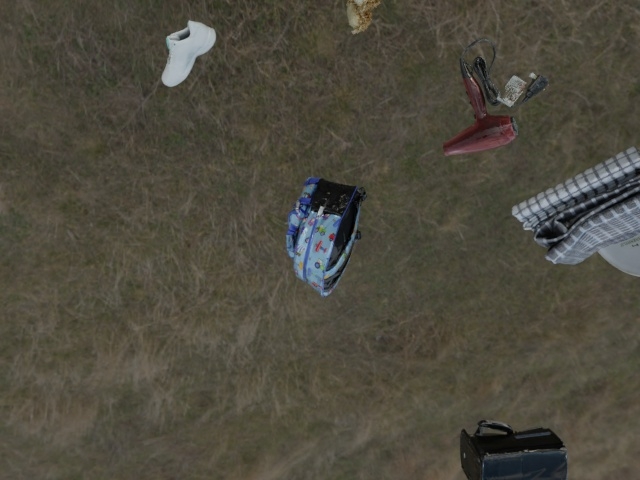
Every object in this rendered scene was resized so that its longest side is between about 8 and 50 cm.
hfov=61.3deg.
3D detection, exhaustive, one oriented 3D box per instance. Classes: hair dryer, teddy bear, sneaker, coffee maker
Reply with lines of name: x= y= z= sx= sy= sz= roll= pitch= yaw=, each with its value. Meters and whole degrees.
hair dryer: x=0.414 y=-0.337 z=1.382 sx=0.080 sy=0.224 sz=0.293 roll=-15 pitch=140 yaw=-59
teddy bear: x=0.136 y=-0.653 z=1.264 sx=0.113 sy=0.338 sz=0.245 roll=13 pitch=149 yaw=6
sneaker: x=-0.374 y=-0.498 z=1.423 sx=0.212 sy=0.080 sz=0.094 roll=-38 pitch=149 yaw=30
coffee maker: x=0.384 y=0.443 z=1.057 sx=0.178 sy=0.171 sz=0.120 roll=-3 pitch=122 yaw=-4

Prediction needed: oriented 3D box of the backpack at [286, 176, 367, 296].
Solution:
backpack: x=0.000 y=0.000 z=0.918 sx=0.117 sy=0.173 sz=0.158 roll=16 pitch=147 yaw=9

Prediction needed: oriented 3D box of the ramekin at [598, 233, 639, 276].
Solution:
ramekin: x=0.701 y=-0.043 z=1.184 sx=0.127 sy=0.273 sz=0.273 roll=-30 pitch=144 yaw=-10

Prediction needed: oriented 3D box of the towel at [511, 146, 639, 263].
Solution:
towel: x=0.515 y=-0.049 z=0.979 sx=0.235 sy=0.121 sz=0.284 roll=-31 pitch=159 yaw=31
